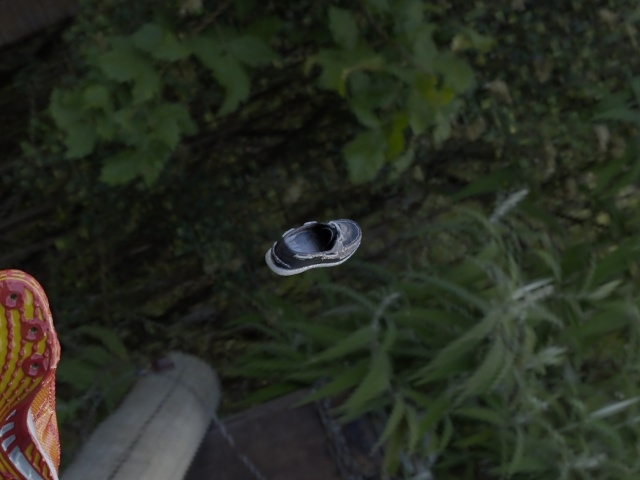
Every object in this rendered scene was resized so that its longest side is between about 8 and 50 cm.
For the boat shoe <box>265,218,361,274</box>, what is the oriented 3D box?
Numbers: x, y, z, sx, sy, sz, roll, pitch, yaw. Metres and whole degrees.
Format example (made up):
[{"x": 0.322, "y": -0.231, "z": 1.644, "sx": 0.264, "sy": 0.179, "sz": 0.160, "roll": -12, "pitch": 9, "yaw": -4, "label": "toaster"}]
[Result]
[{"x": 0.000, "y": 0.000, "z": 1.171, "sx": 0.125, "sy": 0.038, "sz": 0.046, "roll": -14, "pitch": 64, "yaw": -41, "label": "boat shoe"}]

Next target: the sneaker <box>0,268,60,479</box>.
[{"x": -0.189, "y": 0.088, "z": 0.701, "sx": 0.067, "sy": 0.064, "sz": 0.175, "roll": -112, "pitch": -155, "yaw": -55, "label": "sneaker"}]
